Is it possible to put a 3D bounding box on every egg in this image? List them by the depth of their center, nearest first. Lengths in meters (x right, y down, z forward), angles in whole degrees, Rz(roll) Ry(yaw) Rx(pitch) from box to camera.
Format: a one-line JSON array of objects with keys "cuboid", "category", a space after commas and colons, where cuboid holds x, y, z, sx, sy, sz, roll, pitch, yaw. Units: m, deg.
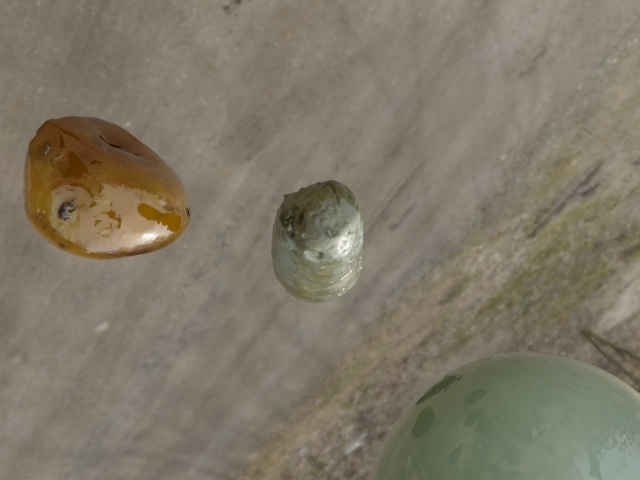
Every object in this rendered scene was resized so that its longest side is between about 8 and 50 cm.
[{"cuboid": [0.173, 0.246, 0.733, 0.276, 0.276, 0.389, -34, 141, -12], "category": "egg"}]

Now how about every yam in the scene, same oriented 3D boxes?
[{"cuboid": [0.000, 0.000, 1.171, 0.133, 0.133, 0.330, -35, 170, -10], "category": "yam"}]

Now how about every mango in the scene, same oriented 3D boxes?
[{"cuboid": [-0.248, -0.049, 1.097, 0.136, 0.166, 0.236, -55, 167, 21], "category": "mango"}]
